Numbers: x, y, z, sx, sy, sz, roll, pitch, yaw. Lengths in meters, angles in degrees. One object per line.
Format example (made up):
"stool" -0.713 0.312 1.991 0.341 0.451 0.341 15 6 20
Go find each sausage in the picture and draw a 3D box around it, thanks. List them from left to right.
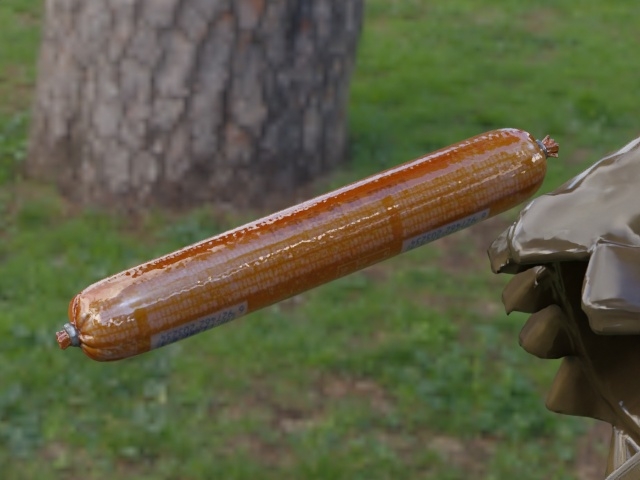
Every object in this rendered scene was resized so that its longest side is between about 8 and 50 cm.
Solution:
"sausage" 0.000 0.000 1.123 0.348 0.053 0.053 -21 25 -21

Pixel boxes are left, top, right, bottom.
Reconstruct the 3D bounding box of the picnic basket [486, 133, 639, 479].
"picnic basket" 0.174 0.109 0.723 0.321 0.254 0.291 -40 61 -5
